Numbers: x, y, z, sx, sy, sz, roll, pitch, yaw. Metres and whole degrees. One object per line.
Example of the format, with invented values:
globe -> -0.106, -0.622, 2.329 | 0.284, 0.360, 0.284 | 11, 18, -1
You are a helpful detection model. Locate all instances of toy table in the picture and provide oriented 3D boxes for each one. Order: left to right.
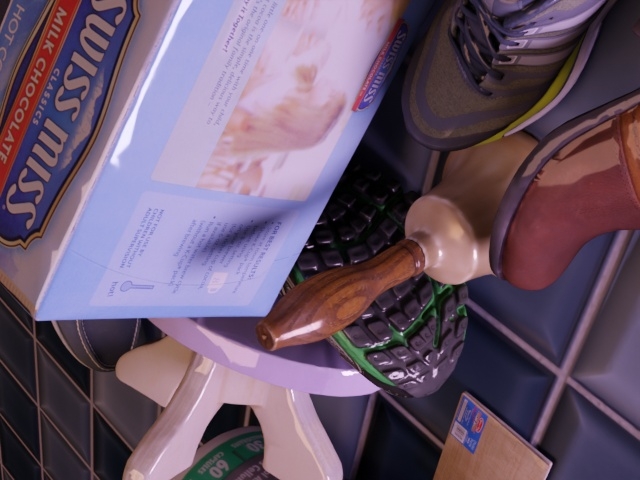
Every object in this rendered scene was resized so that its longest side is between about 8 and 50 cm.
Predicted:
toy table -> -0.074, 0.116, 0.932 | 0.274, 0.252, 0.161 | 32, 120, 34

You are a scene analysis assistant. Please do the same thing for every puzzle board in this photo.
puzzle board -> 0.147, 0.202, 0.883 | 0.096, 0.011, 0.128 | 40, 137, 32

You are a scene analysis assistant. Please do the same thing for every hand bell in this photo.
hand bell -> 0.053, 0.016, 0.691 | 0.126, 0.242, 0.126 | 30, 133, 39

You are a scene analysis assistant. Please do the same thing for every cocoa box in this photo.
cocoa box -> -0.100, -0.145, 0.695 | 0.228, 0.231, 0.347 | 39, 109, 32

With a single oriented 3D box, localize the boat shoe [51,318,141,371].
boat shoe -> -0.254, 0.031, 1.200 | 0.099, 0.116, 0.319 | 30, 127, 44

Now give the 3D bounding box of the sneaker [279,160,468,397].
sneaker -> 0.000, 0.000, 0.869 | 0.343, 0.134, 0.146 | 52, 151, 31

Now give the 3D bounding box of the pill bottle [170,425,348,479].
pill bottle -> 0.013, 0.343, 0.973 | 0.361, 0.204, 0.204 | 25, 129, 41

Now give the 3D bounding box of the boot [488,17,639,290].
boot -> 0.255, 0.012, 0.566 | 0.280, 0.096, 0.264 | 46, 122, 17

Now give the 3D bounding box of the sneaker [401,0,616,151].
sneaker -> 0.119, -0.152, 0.607 | 0.111, 0.121, 0.300 | 56, 142, 16
